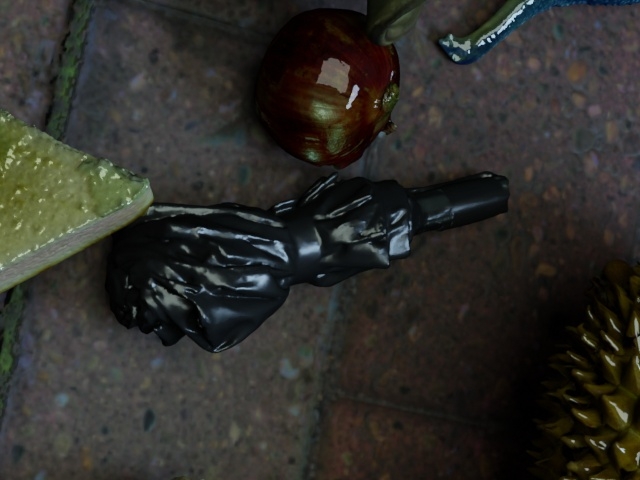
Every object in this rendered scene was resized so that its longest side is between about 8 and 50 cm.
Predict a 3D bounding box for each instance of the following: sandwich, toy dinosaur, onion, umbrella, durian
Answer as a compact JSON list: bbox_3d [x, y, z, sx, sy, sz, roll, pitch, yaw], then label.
[{"bbox_3d":[-0.234,-0.009,1.181,0.193,0.058,0.162,25,80,6],"label":"sandwich"},{"bbox_3d":[0.257,-0.241,1.404,0.363,0.076,0.147,-13,112,-20],"label":"toy dinosaur"},{"bbox_3d":[0.006,-0.117,1.278,0.118,0.118,0.117,29,64,-18],"label":"onion"},{"bbox_3d":[0.000,0.000,1.290,0.340,0.118,0.118,-15,94,-30],"label":"umbrella"},{"bbox_3d":[0.302,0.186,1.259,0.347,0.347,0.384,-26,84,-20],"label":"durian"}]

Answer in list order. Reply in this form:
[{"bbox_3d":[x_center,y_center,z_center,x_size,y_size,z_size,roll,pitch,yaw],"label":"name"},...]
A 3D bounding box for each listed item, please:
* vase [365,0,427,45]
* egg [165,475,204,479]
[{"bbox_3d":[0.008,-0.343,1.210,0.302,0.241,0.329,30,71,-6],"label":"vase"},{"bbox_3d":[-0.103,0.228,1.214,0.116,0.140,0.118,-22,109,-24],"label":"egg"}]
